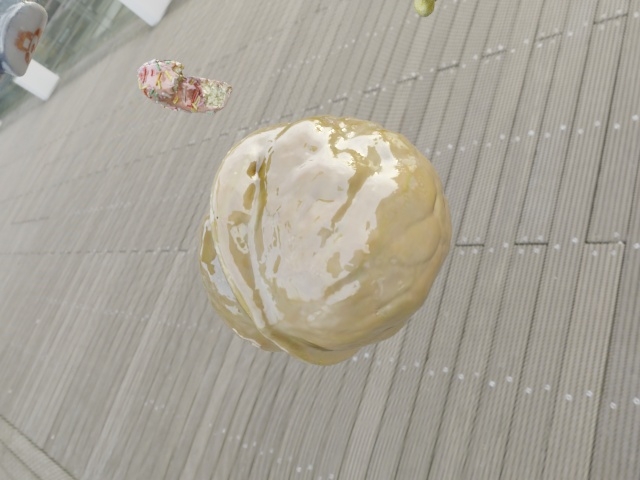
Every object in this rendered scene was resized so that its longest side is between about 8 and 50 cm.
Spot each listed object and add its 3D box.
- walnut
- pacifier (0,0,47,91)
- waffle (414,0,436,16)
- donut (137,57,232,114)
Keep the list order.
[{"bbox_3d":[0.000,0.000,0.638,0.296,0.285,0.285,-12,55,41],"label":"walnut"},{"bbox_3d":[-0.635,-0.408,1.034,0.227,0.207,0.279,142,148,-86],"label":"pacifier"},{"bbox_3d":[0.211,-0.522,0.900,0.058,0.281,0.300,20,71,7],"label":"waffle"},{"bbox_3d":[-0.352,-0.377,1.413,0.199,0.233,0.085,7,89,41],"label":"donut"}]
